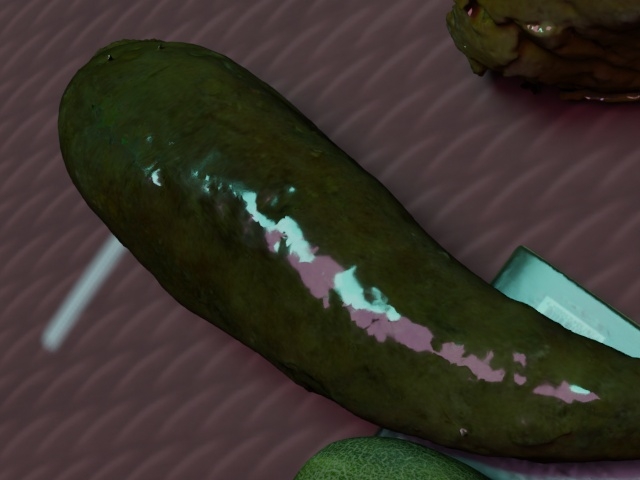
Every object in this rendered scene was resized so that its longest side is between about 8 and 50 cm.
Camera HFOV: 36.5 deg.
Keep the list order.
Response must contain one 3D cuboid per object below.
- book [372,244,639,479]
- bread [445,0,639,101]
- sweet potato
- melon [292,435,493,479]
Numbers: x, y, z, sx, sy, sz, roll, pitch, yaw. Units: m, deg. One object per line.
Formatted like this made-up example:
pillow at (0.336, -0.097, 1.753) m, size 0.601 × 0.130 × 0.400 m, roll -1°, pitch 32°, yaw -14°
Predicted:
book at (0.093, 0.136, 0.486) m, size 0.160 × 0.024 × 0.228 m, roll 39°, pitch 95°, yaw 28°
bread at (0.180, -0.160, 0.454) m, size 0.260 × 0.147 × 0.160 m, roll 1°, pitch 80°, yaw 25°
sweet potato at (-0.002, 0.005, 0.506) m, size 0.422 × 0.130 × 0.130 m, roll 33°, pitch 92°, yaw 29°
melon at (0.053, 0.150, 0.432) m, size 0.162 × 0.099 × 0.099 m, roll 27°, pitch 89°, yaw 27°
